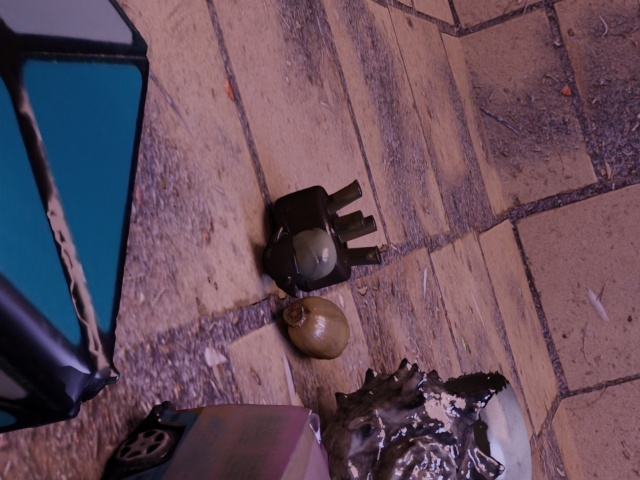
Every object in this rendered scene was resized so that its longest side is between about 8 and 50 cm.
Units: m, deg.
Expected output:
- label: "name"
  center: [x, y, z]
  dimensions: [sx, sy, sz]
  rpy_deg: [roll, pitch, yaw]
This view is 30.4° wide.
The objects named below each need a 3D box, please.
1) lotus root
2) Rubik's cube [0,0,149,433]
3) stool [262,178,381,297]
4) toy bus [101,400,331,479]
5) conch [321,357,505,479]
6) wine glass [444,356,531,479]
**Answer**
- label: "lotus root"
  center: [0.000, 0.107, 1.422]
  dimensions: [0.150, 0.062, 0.073]
  rpy_deg: [34, 44, -61]
- label: "Rubik's cube"
  center: [-0.248, -0.057, 0.550]
  dimensions: [0.246, 0.250, 0.248]
  rpy_deg: [55, 28, -45]
- label: "stool"
  center: [0.000, 0.000, 1.432]
  dimensions: [0.217, 0.121, 0.125]
  rpy_deg: [-51, 124, -74]
- label: "toy bus"
  center: [-0.093, 0.269, 0.865]
  dimensions: [0.386, 0.162, 0.171]
  rpy_deg: [-64, 136, -63]
- label: "conch"
  center: [0.103, 0.284, 1.423]
  dimensions: [0.241, 0.186, 0.313]
  rpy_deg: [-53, 149, -35]
- label: "wine glass"
  center: [0.224, 0.361, 1.675]
  dimensions: [0.190, 0.190, 0.357]
  rpy_deg: [-37, 111, -70]
